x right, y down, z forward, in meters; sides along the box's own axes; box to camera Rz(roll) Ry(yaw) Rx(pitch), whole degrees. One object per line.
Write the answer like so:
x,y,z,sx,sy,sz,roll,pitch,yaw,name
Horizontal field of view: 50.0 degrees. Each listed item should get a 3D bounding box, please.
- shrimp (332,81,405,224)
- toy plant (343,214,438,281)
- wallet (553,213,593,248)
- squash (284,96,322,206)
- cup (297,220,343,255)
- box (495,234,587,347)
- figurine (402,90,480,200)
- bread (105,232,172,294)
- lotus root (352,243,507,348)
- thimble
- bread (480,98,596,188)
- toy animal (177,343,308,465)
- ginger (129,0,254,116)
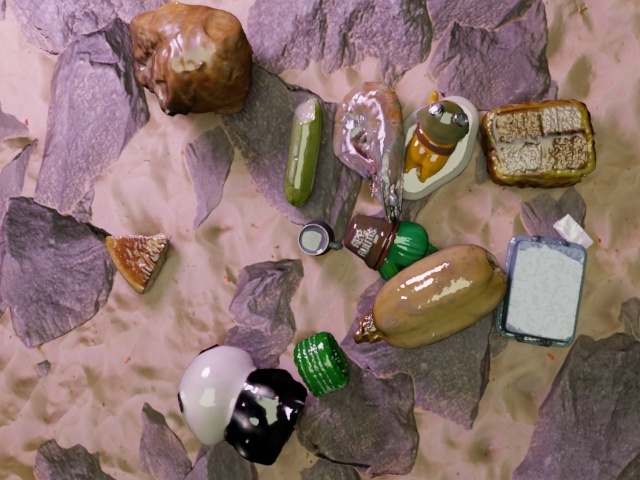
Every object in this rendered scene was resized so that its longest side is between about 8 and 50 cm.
0.103,-0.183,1.441,0.164,0.062,0.317,-14,76,30,shrimp
0.150,0.017,1.453,0.200,0.105,0.143,22,105,-7,toy plant
0.534,-0.013,1.451,0.044,0.011,0.083,-40,87,6,wallet
-0.036,-0.190,1.478,0.069,0.069,0.239,9,94,6,squash
0.000,0.000,1.478,0.100,0.077,0.078,15,94,5,cup
0.454,0.103,1.406,0.162,0.130,0.227,9,89,14,box
0.235,-0.195,1.412,0.166,0.141,0.250,29,96,3,figurine
-0.400,0.053,1.536,0.154,0.054,0.136,-3,91,12,bread
0.219,0.127,1.422,0.342,0.152,0.169,-29,116,17,lotus root
0.005,0.267,1.471,0.090,0.118,0.130,-25,68,10,thimble
0.445,-0.196,1.413,0.222,0.096,0.182,-4,90,7,bread
-0.171,0.347,1.457,0.266,0.212,0.213,24,95,9,toy animal
-0.260,-0.388,1.433,0.222,0.201,0.269,-17,48,-23,ginger
